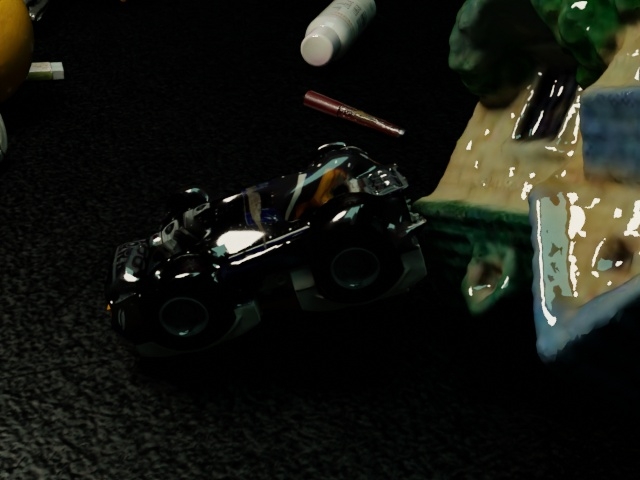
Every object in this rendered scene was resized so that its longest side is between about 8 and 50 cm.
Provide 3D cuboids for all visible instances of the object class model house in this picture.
[{"bbox_3d":[0.255,-0.019,0.733,0.335,0.342,0.382,27,-4,-30],"label":"model house"}]

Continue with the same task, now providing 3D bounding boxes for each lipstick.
[{"bbox_3d":[0.051,-0.180,1.281,0.177,0.027,0.027,25,37,29],"label":"lipstick"}]

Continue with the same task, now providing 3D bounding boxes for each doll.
[{"bbox_3d":[-0.489,-0.266,1.223,0.214,0.213,0.236,10,-10,9],"label":"doll"}]

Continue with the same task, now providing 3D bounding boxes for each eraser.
[{"bbox_3d":[-0.438,-0.259,1.358,0.083,0.019,0.038,-7,32,-19],"label":"eraser"}]

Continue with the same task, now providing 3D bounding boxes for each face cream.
[{"bbox_3d":[0.030,-0.368,1.538,0.082,0.081,0.269,11,32,11],"label":"face cream"}]

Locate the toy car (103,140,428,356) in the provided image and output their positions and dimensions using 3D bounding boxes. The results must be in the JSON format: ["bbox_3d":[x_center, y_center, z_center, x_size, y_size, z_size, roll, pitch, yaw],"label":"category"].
[{"bbox_3d":[-0.054,0.011,0.815,0.301,0.118,0.193,-19,31,6],"label":"toy car"}]

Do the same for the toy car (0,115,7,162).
[{"bbox_3d":[-0.468,-0.126,1.068,0.112,0.112,0.139,11,38,40],"label":"toy car"}]

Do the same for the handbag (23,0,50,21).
[{"bbox_3d":[-0.566,-0.558,1.542,0.163,0.325,0.327,-11,33,0],"label":"handbag"}]
